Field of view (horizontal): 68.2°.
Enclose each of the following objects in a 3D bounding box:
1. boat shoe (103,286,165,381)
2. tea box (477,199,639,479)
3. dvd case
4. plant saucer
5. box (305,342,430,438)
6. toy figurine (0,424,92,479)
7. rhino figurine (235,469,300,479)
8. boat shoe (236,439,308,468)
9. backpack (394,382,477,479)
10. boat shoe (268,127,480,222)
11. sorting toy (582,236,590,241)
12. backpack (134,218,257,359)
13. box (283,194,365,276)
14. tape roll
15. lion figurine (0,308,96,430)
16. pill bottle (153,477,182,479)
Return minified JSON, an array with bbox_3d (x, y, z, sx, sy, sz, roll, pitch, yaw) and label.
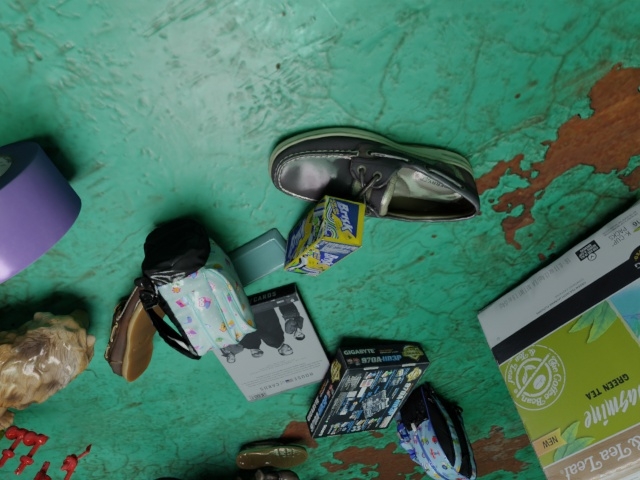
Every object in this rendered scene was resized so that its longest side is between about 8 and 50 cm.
[{"bbox_3d":[-0.293,0.130,0.733,0.073,0.073,0.207,35,116,16],"label":"boat shoe"},{"bbox_3d":[0.475,0.180,0.711,0.220,0.323,0.329,28,122,-28],"label":"tea box"},{"bbox_3d":[-0.089,0.189,0.833,0.179,0.029,0.238,-17,128,5],"label":"dvd case"},{"bbox_3d":[-0.132,0.050,0.729,0.192,0.018,0.067,-27,126,14],"label":"plant saucer"},{"bbox_3d":[0.085,0.288,0.901,0.175,0.051,0.220,2,128,-24],"label":"box"},{"bbox_3d":[-0.574,0.324,0.712,0.363,0.191,0.217,-1,131,22],"label":"toy figurine"},{"bbox_3d":[-0.134,0.560,1.056,0.106,0.073,0.243,18,142,-32],"label":"rhino figurine"},{"bbox_3d":[-0.104,0.456,1.022,0.152,0.049,0.056,0,109,-3],"label":"boat shoe"},{"bbox_3d":[0.233,0.406,0.954,0.117,0.173,0.158,-37,124,19],"label":"backpack"},{"bbox_3d":[0.076,-0.076,0.615,0.285,0.092,0.102,6,126,-13],"label":"boat shoe"},{"bbox_3d":[0.480,0.013,0.793,0.062,0.012,0.083,-36,124,18],"label":"sorting toy"},{"bbox_3d":[-0.165,0.073,0.649,0.115,0.152,0.182,-19,119,1],"label":"backpack"},{"bbox_3d":[0.000,0.000,0.632,0.054,0.059,0.169,12,160,-17],"label":"box"},{"bbox_3d":[-0.377,-0.027,0.527,0.189,0.189,0.080,-18,127,5],"label":"tape roll"},{"bbox_3d":[-0.540,0.164,0.669,0.392,0.142,0.240,12,139,-26],"label":"lion figurine"},{"bbox_3d":[-0.346,0.643,1.020,0.123,0.219,0.122,-4,128,-5],"label":"pill bottle"}]
